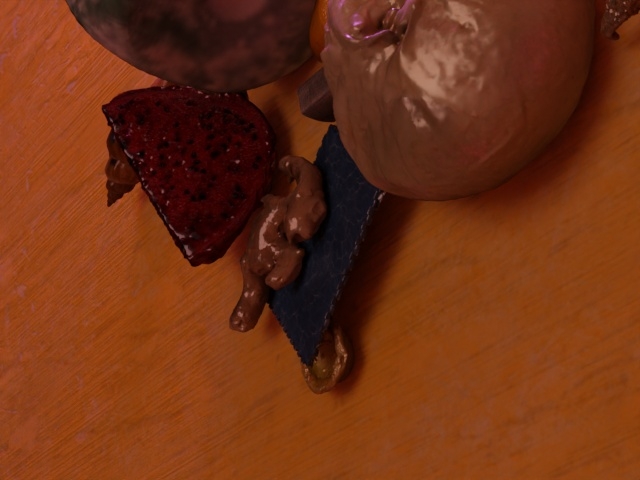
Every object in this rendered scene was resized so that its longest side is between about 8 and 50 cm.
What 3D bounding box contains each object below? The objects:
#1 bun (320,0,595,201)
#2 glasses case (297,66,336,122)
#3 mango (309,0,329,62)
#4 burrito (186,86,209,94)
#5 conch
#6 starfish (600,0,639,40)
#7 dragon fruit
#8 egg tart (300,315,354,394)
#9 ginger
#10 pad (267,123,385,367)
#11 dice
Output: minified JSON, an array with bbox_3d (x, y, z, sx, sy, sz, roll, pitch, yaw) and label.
[{"bbox_3d":[0.129,-0.208,1.642,0.361,0.213,0.361,-29,53,48],"label":"bun"},{"bbox_3d":[0.055,-0.218,1.894,0.205,0.071,0.047,-35,54,47],"label":"glasses case"},{"bbox_3d":[0.054,-0.312,1.903,0.217,0.102,0.141,-54,45,35],"label":"mango"},{"bbox_3d":[-0.191,-0.243,2.317,0.051,0.042,0.171,53,126,50],"label":"burrito"},{"bbox_3d":[-0.283,-0.201,2.392,0.109,0.093,0.330,44,116,51],"label":"conch"},{"bbox_3d":[0.404,-0.244,1.349,0.301,0.084,0.293,-63,38,28],"label":"starfish"},{"bbox_3d":[-0.153,-0.098,2.127,0.205,0.152,0.317,-29,60,-3],"label":"dragon fruit"},{"bbox_3d":[0.012,0.146,1.854,0.105,0.039,0.105,-27,56,51],"label":"egg tart"},{"bbox_3d":[-0.062,0.017,1.950,0.258,0.065,0.149,-66,23,12],"label":"ginger"},{"bbox_3d":[0.000,0.000,1.905,0.268,0.012,0.269,-69,21,12],"label":"pad"},{"bbox_3d":[-0.160,-0.432,2.047,0.330,0.328,0.348,-57,42,27],"label":"dice"}]
